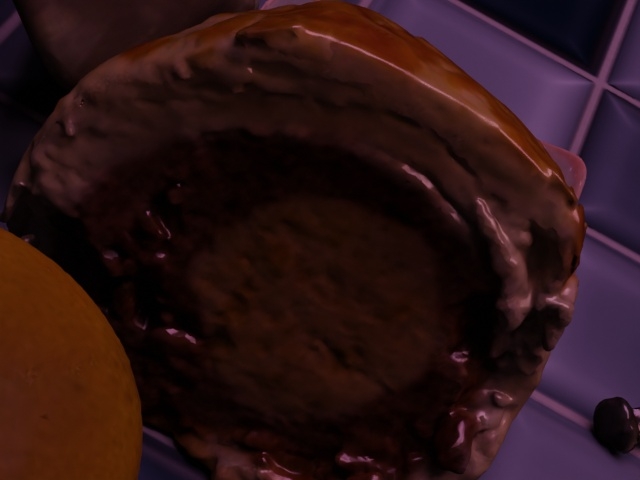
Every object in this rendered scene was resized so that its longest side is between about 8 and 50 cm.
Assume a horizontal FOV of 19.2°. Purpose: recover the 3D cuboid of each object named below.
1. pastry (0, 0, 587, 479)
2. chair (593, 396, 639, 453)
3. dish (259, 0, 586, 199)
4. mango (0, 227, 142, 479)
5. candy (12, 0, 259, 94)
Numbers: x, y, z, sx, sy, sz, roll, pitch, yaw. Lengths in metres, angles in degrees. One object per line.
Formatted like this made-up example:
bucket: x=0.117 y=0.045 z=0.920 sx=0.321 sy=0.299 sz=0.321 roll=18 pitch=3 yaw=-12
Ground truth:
pastry: x=-0.004 y=-0.009 z=0.894 sx=0.256 sy=0.236 sz=0.170 roll=30 pitch=27 yaw=1
chair: x=0.464 y=0.094 z=0.988 sx=0.410 sy=0.362 sz=0.364 roll=-5 pitch=49 yaw=-42
dish: x=0.030 y=-0.035 z=1.059 sx=0.212 sy=0.077 sz=0.151 roll=32 pitch=40 yaw=1
mango: x=-0.216 y=0.086 z=0.658 sx=0.365 sy=0.182 sz=0.253 roll=-10 pitch=80 yaw=-37
candy: x=-0.097 y=-0.136 z=1.001 sx=0.102 sy=0.104 sz=0.234 roll=57 pitch=4 yaw=-5
